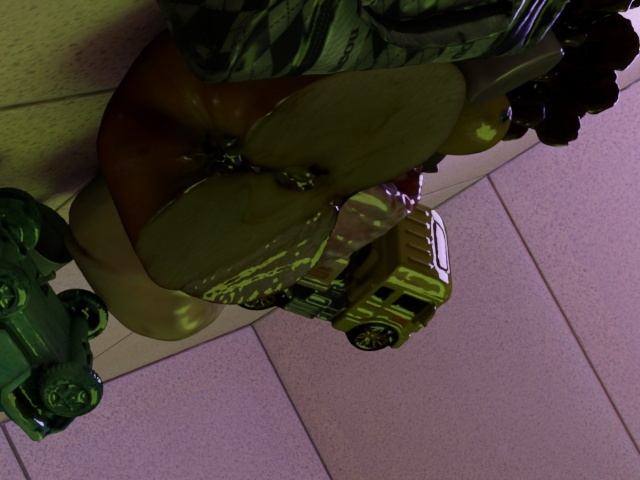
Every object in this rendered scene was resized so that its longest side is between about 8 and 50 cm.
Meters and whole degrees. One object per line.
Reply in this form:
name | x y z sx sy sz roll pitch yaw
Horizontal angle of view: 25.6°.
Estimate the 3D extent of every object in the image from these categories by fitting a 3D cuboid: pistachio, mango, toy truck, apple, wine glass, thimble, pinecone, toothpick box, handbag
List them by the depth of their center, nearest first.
handbag | 0.104 -0.275 1.129 0.416 0.180 0.317 -14 157 -45
apple | -0.040 -0.092 1.365 0.295 0.328 0.365 9 179 28
toothpick box | 0.160 -0.241 1.447 0.111 0.180 0.111 -28 173 -4
toy truck | -0.332 0.073 1.455 0.156 0.279 0.155 -20 -144 9
mango | 0.102 -0.179 1.548 0.091 0.237 0.137 -55 180 -32
pinecone | 0.258 -0.247 1.620 0.244 0.244 0.309 -25 161 -23
pistachio | -0.195 0.001 1.631 0.214 0.193 0.318 4 -165 -29
thimble | 0.004 -0.098 1.669 0.162 0.239 0.239 -33 172 26
wine glass | -0.404 0.049 1.718 0.231 0.103 0.103 -34 171 27
toy truck | 0.000 0.000 1.982 0.405 0.180 0.254 22 141 -28

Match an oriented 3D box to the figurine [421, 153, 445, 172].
figurine | 0.106 -0.161 2.022 0.275 0.161 0.158 -32 -147 48
